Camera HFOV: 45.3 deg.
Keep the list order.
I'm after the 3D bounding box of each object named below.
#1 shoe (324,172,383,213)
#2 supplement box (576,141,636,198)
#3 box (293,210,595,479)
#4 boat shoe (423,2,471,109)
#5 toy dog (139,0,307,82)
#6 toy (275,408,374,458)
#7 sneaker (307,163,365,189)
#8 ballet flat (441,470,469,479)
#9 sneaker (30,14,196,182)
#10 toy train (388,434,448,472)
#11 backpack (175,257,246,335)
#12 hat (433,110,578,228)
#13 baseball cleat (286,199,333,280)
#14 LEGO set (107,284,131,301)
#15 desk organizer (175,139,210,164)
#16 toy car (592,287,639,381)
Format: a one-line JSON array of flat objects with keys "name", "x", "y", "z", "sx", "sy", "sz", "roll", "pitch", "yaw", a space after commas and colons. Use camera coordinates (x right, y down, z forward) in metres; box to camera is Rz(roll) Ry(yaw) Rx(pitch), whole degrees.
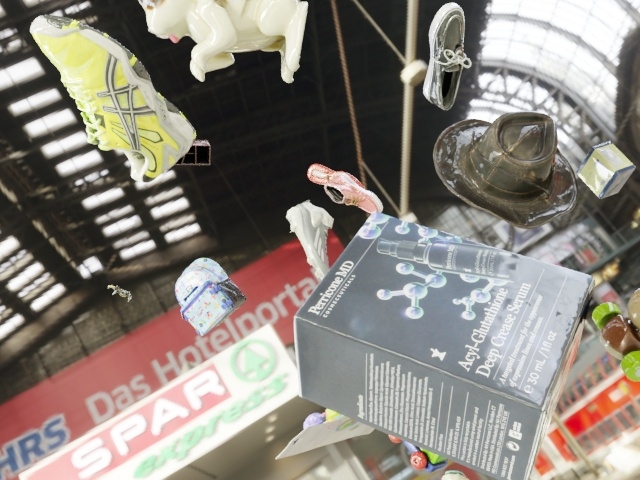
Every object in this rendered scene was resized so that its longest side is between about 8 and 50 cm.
[{"name": "shoe", "x": 0.096, "y": -0.124, "z": 2.261, "sx": 0.081, "sy": 0.178, "sz": 0.063, "roll": -44, "pitch": -11, "yaw": -43}, {"name": "supplement box", "x": 0.610, "y": -0.151, "z": 1.641, "sx": 0.056, "sy": 0.083, "sz": 0.083, "roll": -17, "pitch": -32, "yaw": -26}, {"name": "box", "x": 0.200, "y": 0.162, "z": 1.249, "sx": 0.293, "sy": 0.395, "sz": 0.212, "roll": -52, "pitch": -30, "yaw": -41}, {"name": "boat shoe", "x": 0.371, "y": -0.525, "z": 2.219, "sx": 0.113, "sy": 0.105, "sz": 0.306, "roll": -9, "pitch": -51, "yaw": -26}, {"name": "toy dog", "x": -0.240, "y": -0.581, "z": 1.860, "sx": 0.408, "sy": 0.395, "sz": 0.284, "roll": 6, "pitch": 12, "yaw": -7}, {"name": "toy", "x": 0.031, "y": 0.346, "z": 1.471, "sx": 0.237, "sy": 0.056, "sz": 0.137, "roll": -1, "pitch": -38, "yaw": -36}, {"name": "sneaker", "x": 0.074, "y": -0.200, "z": 2.631, "sx": 0.087, "sy": 0.221, "sz": 0.128, "roll": -62, "pitch": -17, "yaw": 11}, {"name": "ballet flat", "x": 0.246, "y": 0.441, "z": 1.319, "sx": 0.057, "sy": 0.052, "sz": 0.168, "roll": -13, "pitch": -34, "yaw": 25}, {"name": "sneaker", "x": -0.383, "y": -0.251, "z": 1.408, "sx": 0.384, "sy": 0.145, "sz": 0.147, "roll": 46, "pitch": -112, "yaw": -42}, {"name": "toy train", "x": 0.228, "y": 0.416, "z": 1.831, "sx": 0.105, "sy": 0.248, "sz": 0.143, "roll": 1, "pitch": -56, "yaw": -41}, {"name": "backpack", "x": -0.307, "y": 0.141, "z": 2.020, "sx": 0.158, "sy": 0.173, "sz": 0.117, "roll": -40, "pitch": -4, "yaw": 24}, {"name": "hat", "x": 0.395, "y": -0.182, "z": 1.531, "sx": 0.331, "sy": 0.331, "sz": 0.134, "roll": -20, "pitch": -33, "yaw": -33}, {"name": "baseball cleat", "x": 0.000, "y": 0.000, "z": 1.869, "sx": 0.109, "sy": 0.206, "sz": 0.072, "roll": -29, "pitch": 5, "yaw": -12}, {"name": "LEGO set", "x": -0.512, "y": 0.131, "z": 1.975, "sx": 0.054, "sy": 0.023, "sz": 0.083, "roll": 11, "pitch": -27, "yaw": 7}, {"name": "desk organizer", "x": -0.341, "y": -0.225, "z": 1.959, "sx": 0.130, "sy": 0.050, "sz": 0.047, "roll": -4, "pitch": -47, "yaw": -39}, {"name": "toy car", "x": 0.586, "y": 0.128, "z": 1.322, "sx": 0.149, "sy": 0.155, "sz": 0.188, "roll": 10, "pitch": -56, "yaw": -15}]
